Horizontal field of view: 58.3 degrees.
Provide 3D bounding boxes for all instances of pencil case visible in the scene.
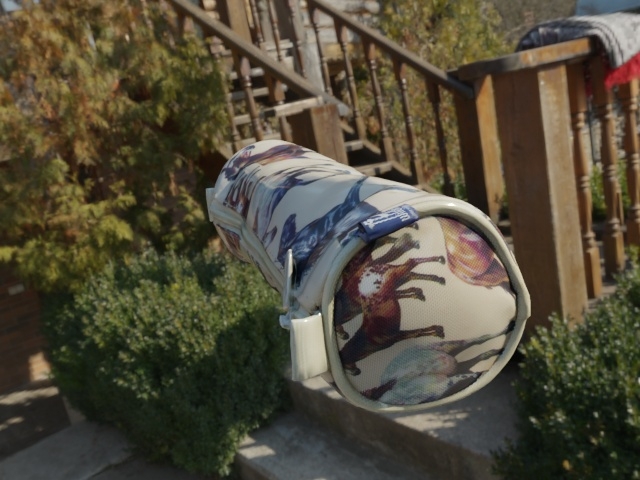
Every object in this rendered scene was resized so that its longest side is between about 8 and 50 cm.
[{"bbox_3d":[0.000,0.000,0.563,0.184,0.159,0.410,3,14,-23],"label":"pencil case"}]
